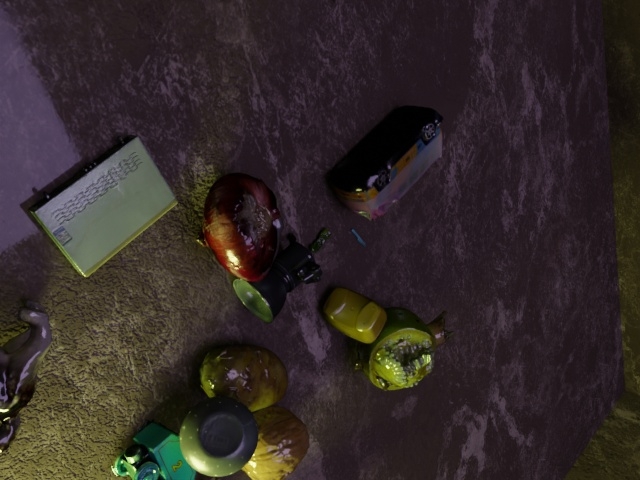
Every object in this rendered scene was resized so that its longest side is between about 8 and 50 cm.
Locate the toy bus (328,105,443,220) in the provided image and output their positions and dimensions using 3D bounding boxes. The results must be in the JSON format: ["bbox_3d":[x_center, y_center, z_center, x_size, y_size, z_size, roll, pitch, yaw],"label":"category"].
[{"bbox_3d":[0.202,-0.218,1.894,0.386,0.171,0.162,-45,132,-25],"label":"toy bus"}]

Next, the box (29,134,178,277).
[{"bbox_3d":[-0.455,-0.079,1.389,0.270,0.045,0.211,-46,128,-25],"label":"box"}]

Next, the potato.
[{"bbox_3d":[-0.189,0.361,1.700,0.298,0.141,0.176,24,94,-44],"label":"potato"}]

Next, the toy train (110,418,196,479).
[{"bbox_3d":[-0.396,0.551,1.577,0.163,0.112,0.203,-38,127,-37],"label":"toy train"}]

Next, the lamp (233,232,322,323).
[{"bbox_3d":[-0.092,0.091,1.698,0.227,0.172,0.147,-41,125,-26],"label":"lamp"}]

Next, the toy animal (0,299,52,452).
[{"bbox_3d":[-0.670,0.236,1.170,0.344,0.194,0.303,21,81,-39],"label":"toy animal"}]

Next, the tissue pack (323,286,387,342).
[{"bbox_3d":[0.103,0.223,1.915,0.123,0.178,0.127,-57,153,-17],"label":"tissue pack"}]

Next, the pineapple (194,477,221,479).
[{"bbox_3d":[-0.333,0.714,1.700,0.236,0.114,0.186,2,101,-34],"label":"pineapple"}]

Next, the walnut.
[{"bbox_3d":[-0.131,0.553,1.772,0.213,0.213,0.213,-14,111,-41],"label":"walnut"}]

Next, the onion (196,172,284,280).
[{"bbox_3d":[-0.204,-0.033,1.569,0.272,0.195,0.272,-5,90,-74],"label":"onion"}]

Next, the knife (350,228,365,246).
[{"bbox_3d":[0.115,-0.007,1.982,0.091,0.005,0.014,47,68,-41],"label":"knife"}]

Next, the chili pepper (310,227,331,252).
[{"bbox_3d":[-0.001,0.001,1.861,0.030,0.034,0.091,43,69,-6],"label":"chili pepper"}]

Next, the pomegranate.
[{"bbox_3d":[0.266,0.325,2.037,0.340,0.260,0.261,-21,117,-18],"label":"pomegranate"}]

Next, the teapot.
[{"bbox_3d":[-0.252,0.481,1.590,0.183,0.251,0.184,4,69,-12],"label":"teapot"}]
